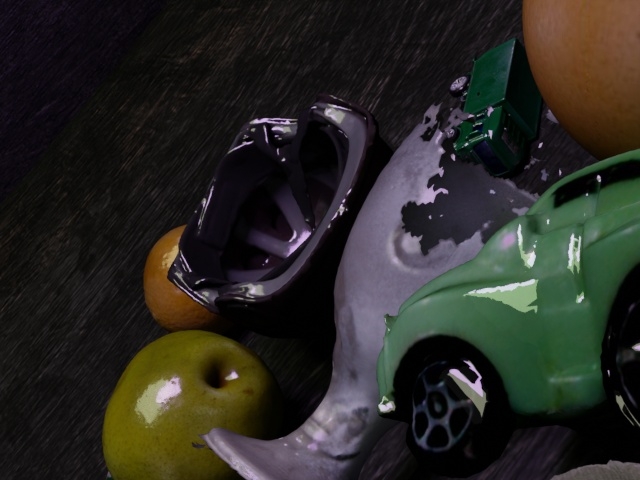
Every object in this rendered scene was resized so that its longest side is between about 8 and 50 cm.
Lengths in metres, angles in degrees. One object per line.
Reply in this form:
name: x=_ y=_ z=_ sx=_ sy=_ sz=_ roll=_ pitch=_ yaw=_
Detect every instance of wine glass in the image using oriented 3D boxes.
wine glass: x=0.074 y=0.064 z=0.811 sx=0.357 sy=0.190 sz=0.190 roll=-54 pitch=26 yaw=-3

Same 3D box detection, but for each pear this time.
pear: x=-0.124 y=0.188 z=1.002 sx=0.180 sy=0.166 sz=0.216 roll=-93 pitch=17 yaw=-44

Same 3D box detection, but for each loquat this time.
loquat: x=-0.139 y=0.045 z=1.221 sx=0.141 sy=0.141 sz=0.141 roll=-37 pitch=29 yaw=24

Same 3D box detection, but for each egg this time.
egg: x=0.277 y=-0.161 z=0.696 sx=0.322 sy=0.250 sz=0.250 roll=-22 pitch=6 yaw=-40

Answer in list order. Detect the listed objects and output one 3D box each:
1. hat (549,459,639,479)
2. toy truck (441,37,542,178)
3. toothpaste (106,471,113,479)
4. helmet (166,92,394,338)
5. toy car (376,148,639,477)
hat: x=0.179 y=0.227 z=0.462 sx=0.257 sy=0.130 sz=0.257 roll=-22 pitch=62 yaw=50
toy truck: x=0.169 y=-0.122 z=1.045 sx=0.079 sy=0.065 sz=0.147 roll=-21 pitch=35 yaw=38
toothpaste: x=-0.231 y=0.303 z=1.131 sx=0.045 sy=0.028 sz=0.170 roll=-25 pitch=31 yaw=29
helmet: x=0.000 y=0.000 z=1.015 sx=0.305 sy=0.177 sz=0.225 roll=8 pitch=65 yaw=56
toy car: x=0.199 y=0.029 z=0.573 sx=0.359 sy=0.213 sz=0.176 roll=-17 pitch=74 yaw=47
